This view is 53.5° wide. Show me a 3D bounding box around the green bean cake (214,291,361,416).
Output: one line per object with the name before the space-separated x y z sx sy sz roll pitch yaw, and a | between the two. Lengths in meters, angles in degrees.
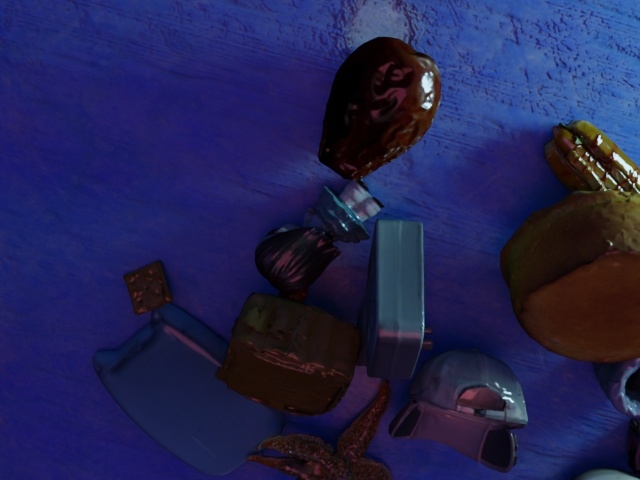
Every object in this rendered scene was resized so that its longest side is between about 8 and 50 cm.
green bean cake | -0.056 0.202 1.119 0.223 0.131 0.230 19 144 -3

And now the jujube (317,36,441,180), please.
jujube | 0.084 -0.199 0.998 0.168 0.168 0.236 32 114 -7

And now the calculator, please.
calculator | -0.247 0.311 1.245 0.256 0.054 0.386 -39 106 14

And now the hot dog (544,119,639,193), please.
hot dog | 0.468 -0.101 1.048 0.250 0.076 0.104 42 107 -12

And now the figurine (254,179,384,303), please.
figurine | 0.000 0.000 1.096 0.245 0.110 0.138 -40 103 7

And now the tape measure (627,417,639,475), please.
tape measure | 0.649 0.396 1.207 0.118 0.074 0.125 4 104 4

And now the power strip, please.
power strip | 0.139 0.125 1.074 0.141 0.230 0.261 4 143 1

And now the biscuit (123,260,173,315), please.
biscuit | -0.319 0.088 1.175 0.081 0.018 0.083 -21 81 10

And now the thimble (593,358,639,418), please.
thimble | 0.572 0.232 1.132 0.127 0.118 0.151 21 109 -1

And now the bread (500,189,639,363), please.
bread | 0.451 0.065 1.026 0.311 0.172 0.312 9 135 9

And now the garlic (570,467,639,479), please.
garlic | 0.566 0.574 1.241 0.324 0.132 0.279 1 109 6

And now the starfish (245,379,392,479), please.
starfish | -0.001 0.425 1.235 0.293 0.084 0.302 -5 112 -5

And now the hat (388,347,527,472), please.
hat | 0.258 0.311 1.169 0.231 0.161 0.275 17 133 9
